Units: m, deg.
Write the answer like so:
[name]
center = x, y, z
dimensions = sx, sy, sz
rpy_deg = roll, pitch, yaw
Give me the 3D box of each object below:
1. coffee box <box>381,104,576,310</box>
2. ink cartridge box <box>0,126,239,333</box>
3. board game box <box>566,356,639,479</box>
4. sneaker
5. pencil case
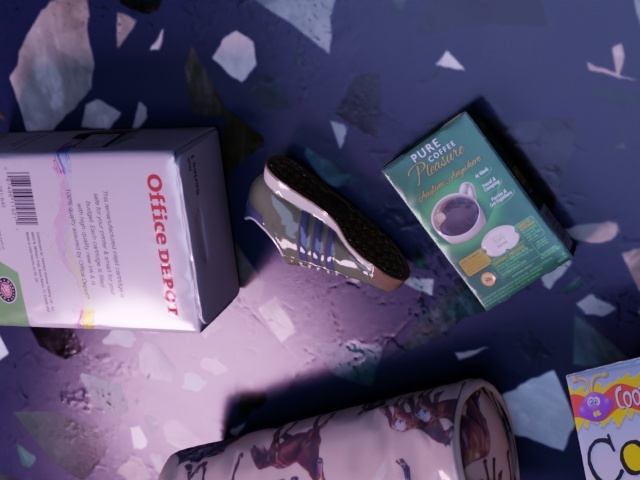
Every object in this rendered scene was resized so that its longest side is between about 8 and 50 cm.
[coffee box]
center = 0.160, -0.033, 1.220
dimensions = 0.113, 0.040, 0.184
rpy_deg = -36, 94, 27
[ink cartridge box]
center = -0.243, -0.014, 1.334
dimensions = 0.278, 0.117, 0.201
rpy_deg = 0, 110, 21
[board game box]
center = 0.341, 0.254, 1.132
dimensions = 0.142, 0.144, 0.275
rpy_deg = -17, 67, 25
[sneaker]
center = 0.000, 0.000, 1.285
dimensions = 0.192, 0.064, 0.086
rpy_deg = 41, 125, 3
[pencil case]
center = 0.013, 0.281, 1.323
dimensions = 0.410, 0.160, 0.183
rpy_deg = -17, 79, 24
